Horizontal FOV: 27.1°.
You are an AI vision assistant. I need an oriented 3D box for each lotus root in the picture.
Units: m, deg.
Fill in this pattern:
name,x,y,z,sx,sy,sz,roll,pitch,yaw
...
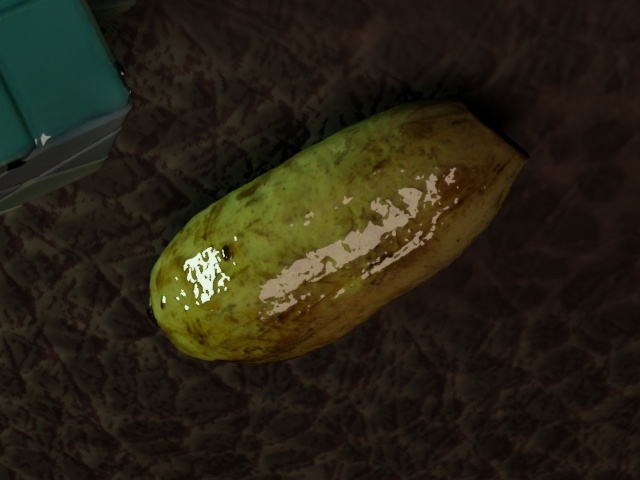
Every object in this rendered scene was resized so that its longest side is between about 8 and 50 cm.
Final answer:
name,x,y,z,sx,sy,sz,roll,pitch,yaw
lotus root,0.000,0.000,0.784,0.258,0.097,0.110,-32,121,22

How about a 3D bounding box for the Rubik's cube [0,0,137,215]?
name,x,y,z,sx,sy,sz,roll,pitch,yaw
Rubik's cube,-0.203,-0.108,0.604,0.265,0.224,0.213,-26,90,-16
